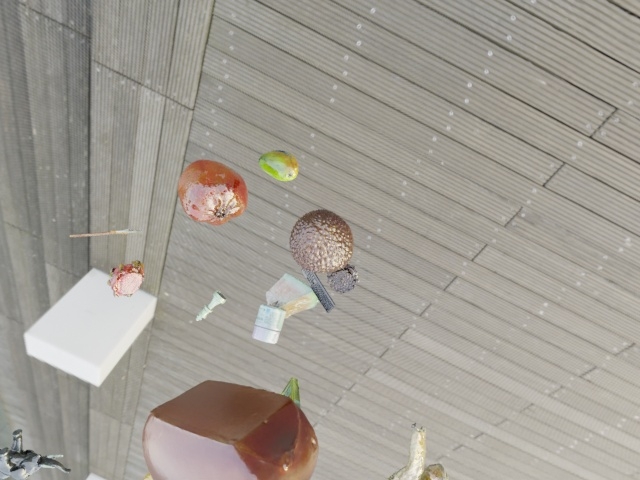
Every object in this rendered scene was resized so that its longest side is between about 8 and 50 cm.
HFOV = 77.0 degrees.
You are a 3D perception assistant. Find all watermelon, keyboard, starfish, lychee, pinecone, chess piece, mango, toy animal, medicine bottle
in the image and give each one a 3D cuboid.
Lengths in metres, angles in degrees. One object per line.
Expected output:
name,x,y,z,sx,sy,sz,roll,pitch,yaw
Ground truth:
watermelon,-0.170,0.299,2.130,0.302,0.151,0.264,-21,153,-8
keyboard,-0.014,0.221,1.880,0.250,0.017,0.087,56,139,19
starfish,0.136,0.542,0.832,0.324,0.082,0.432,-41,137,-6
lychee,-0.001,0.001,1.130,0.194,0.194,0.194,9,129,11
pinecone,0.094,0.153,1.691,0.140,0.121,0.140,6,114,14
chess piece,-0.462,0.278,1.668,0.149,0.059,0.059,-44,110,-1
mango,-0.178,-0.326,1.713,0.233,0.125,0.111,34,137,44
toy animal,-0.859,0.612,1.137,0.269,0.082,0.137,0,116,-2
medicine bottle,-0.248,0.401,1.941,0.135,0.168,0.135,14,169,3

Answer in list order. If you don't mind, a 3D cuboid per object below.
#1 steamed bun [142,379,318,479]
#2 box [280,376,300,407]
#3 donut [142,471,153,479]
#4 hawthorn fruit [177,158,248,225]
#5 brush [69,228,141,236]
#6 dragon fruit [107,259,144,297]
steamed bun,-0.194,0.470,0.857,0.379,0.235,0.248,-3,97,36
box,-0.155,0.798,1.888,0.043,0.311,0.173,30,98,-12
donut,-0.419,0.685,1.192,0.118,0.253,0.253,42,130,9
hawthorn fruit,-0.472,-0.234,1.747,0.287,0.330,0.287,-20,151,-12
brush,-0.913,-0.028,1.687,0.314,0.090,0.017,-4,87,11
dragon fruit,-0.843,0.156,1.774,0.150,0.207,0.133,10,124,0
